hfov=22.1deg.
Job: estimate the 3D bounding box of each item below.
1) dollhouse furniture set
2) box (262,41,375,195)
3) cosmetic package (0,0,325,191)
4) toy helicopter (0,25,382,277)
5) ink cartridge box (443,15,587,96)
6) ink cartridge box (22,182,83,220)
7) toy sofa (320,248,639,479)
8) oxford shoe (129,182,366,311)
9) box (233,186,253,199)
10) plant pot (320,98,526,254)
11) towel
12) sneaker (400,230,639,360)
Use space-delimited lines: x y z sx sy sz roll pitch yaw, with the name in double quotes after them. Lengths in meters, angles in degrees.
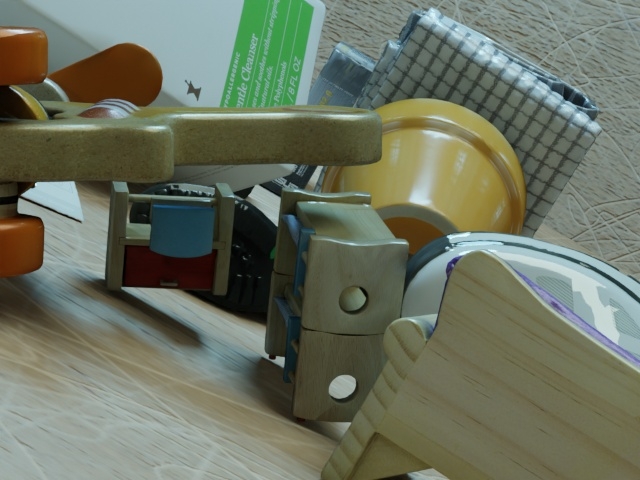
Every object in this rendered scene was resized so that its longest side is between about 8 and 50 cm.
-0.050 0.040 1.112 0.183 0.129 0.129 3 16 -12 "dollhouse furniture set"
-0.002 -0.148 1.997 0.056 0.183 0.231 30 10 -2 "box"
-0.184 -0.201 1.449 0.155 0.197 0.365 -14 -33 42 "cosmetic package"
-0.128 -0.066 1.059 0.355 0.140 0.235 -2 8 -27 "toy helicopter"
0.178 -0.114 2.067 0.201 0.278 0.117 24 11 -35 "ink cartridge box"
-0.270 -0.081 1.305 0.145 0.045 0.179 24 29 -34 "ink cartridge box"
0.200 0.159 0.991 0.362 0.177 0.150 32 10 17 "toy sofa"
-0.062 0.017 1.304 0.227 0.083 0.096 26 -8 -30 "oxford shoe"
-0.085 -0.096 1.762 0.062 0.083 0.052 30 8 -1 "box"
0.091 -0.011 1.577 0.205 0.205 0.188 30 25 -3 "plant pot"
0.138 -0.081 1.730 0.235 0.284 0.121 32 23 7 "towel"
0.264 0.148 1.270 0.447 0.169 0.257 31 7 -8 "sneaker"
